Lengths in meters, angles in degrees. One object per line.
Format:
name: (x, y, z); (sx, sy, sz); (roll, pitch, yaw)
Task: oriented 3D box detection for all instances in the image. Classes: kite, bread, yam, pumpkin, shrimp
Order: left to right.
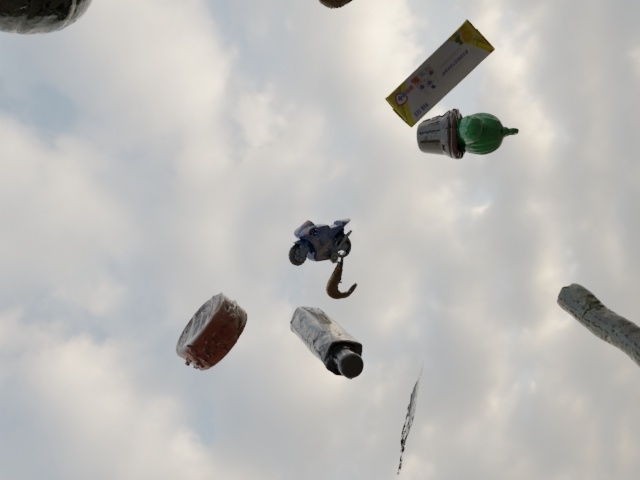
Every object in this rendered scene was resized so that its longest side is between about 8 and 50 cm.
pumpkin: (-0.545, -0.489, 1.080); (0.300, 0.300, 0.207); (3, -37, -41)
bread: (-0.219, 0.181, 1.248); (0.073, 0.160, 0.160); (43, -102, -18)
shrimp: (0.062, 0.103, 1.708); (0.091, 0.025, 0.127); (1, -68, -20)
kite: (0.191, 0.402, 1.371); (0.152, 0.015, 0.285); (-67, -15, -49)
yam: (0.499, 0.154, 1.034); (0.061, 0.253, 0.061); (-13, -57, -21)

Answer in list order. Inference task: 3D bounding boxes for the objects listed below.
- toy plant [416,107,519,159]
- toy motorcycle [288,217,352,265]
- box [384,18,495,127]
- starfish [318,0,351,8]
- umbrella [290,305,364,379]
toy plant: (0.301, -0.222, 1.283); (0.143, 0.201, 0.105); (9, -102, -65)
toy motorcycle: (0.000, 0.000, 1.591); (0.205, 0.076, 0.114); (-9, -78, -38)
box: (0.284, -0.397, 1.519); (0.265, 0.168, 0.097); (-43, -88, 12)
starfish: (0.128, -0.565, 1.284); (0.312, 0.303, 0.112); (-19, -68, -11)
umbrella: (0.010, 0.179, 1.126); (0.073, 0.337, 0.067); (-3, -84, -15)
